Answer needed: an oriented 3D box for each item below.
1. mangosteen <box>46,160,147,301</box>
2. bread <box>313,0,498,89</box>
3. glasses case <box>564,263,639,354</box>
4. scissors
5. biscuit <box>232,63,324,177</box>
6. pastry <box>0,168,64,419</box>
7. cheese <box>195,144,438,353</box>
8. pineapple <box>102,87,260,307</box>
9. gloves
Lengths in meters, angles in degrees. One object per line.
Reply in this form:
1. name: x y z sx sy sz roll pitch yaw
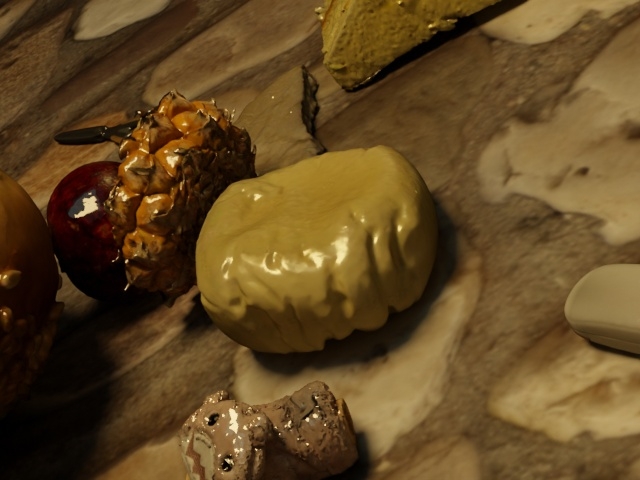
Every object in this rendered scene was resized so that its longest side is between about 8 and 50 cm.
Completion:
1. mangosteen: -0.197 -0.026 1.274 0.181 0.145 0.156 -36 30 -1
2. bread: 0.104 -0.304 1.419 0.236 0.198 0.263 -58 19 31
3. glasses case: 0.246 0.051 0.862 0.164 0.041 0.063 8 51 48
4. scissors: -0.285 -0.142 1.624 0.220 0.017 0.088 0 48 44
5. biscuit: -0.059 -0.103 1.350 0.133 0.032 0.250 -27 34 14
6. pastry: -0.400 0.100 1.139 0.409 0.245 0.409 -42 -2 -2
7. cheese: 0.000 0.000 1.093 0.214 0.117 0.226 -11 35 24
8. pineapple: -0.120 -0.039 1.180 0.076 0.224 0.224 6 50 29
9. gloves: -0.044 0.160 0.953 0.144 0.094 0.110 -33 43 -10
